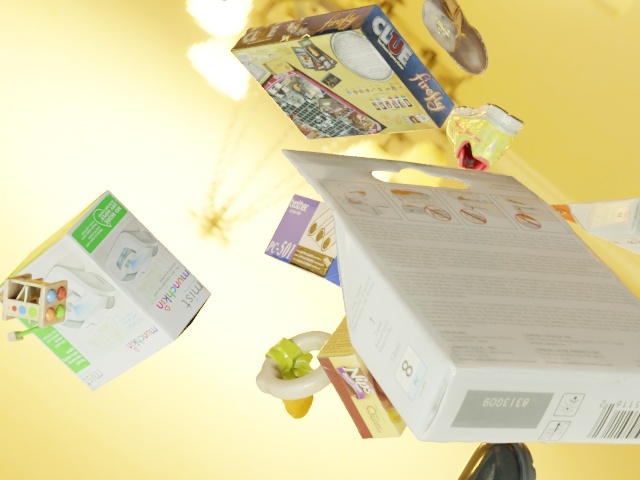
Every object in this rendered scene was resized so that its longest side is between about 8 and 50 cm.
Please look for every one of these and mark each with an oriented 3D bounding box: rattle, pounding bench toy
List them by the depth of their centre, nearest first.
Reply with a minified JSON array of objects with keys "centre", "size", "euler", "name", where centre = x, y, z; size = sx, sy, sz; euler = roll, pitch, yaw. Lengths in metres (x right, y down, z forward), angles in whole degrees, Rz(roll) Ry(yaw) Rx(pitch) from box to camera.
[{"centre":[-0.345,0.088,1.807],"size":[0.065,0.083,0.052],"euler":[10,-170,21],"name":"pounding bench toy"},{"centre":[0.019,0.206,2.092],"size":[0.130,0.200,0.142],"euler":[-45,-56,-56],"name":"rattle"}]

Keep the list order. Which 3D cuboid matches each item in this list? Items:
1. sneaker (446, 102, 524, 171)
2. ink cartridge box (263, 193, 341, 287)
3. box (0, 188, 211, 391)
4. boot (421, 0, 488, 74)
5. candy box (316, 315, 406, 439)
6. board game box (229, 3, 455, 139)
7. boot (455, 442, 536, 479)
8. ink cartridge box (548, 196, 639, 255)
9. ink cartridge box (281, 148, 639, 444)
[{"centre":[0.220,-0.140,2.152],"size":[0.081,0.094,0.208],"euler":[27,174,-7],"name":"sneaker"},{"centre":[0.000,0.000,1.987],"size":[0.046,0.097,0.207],"euler":[29,176,-25],"name":"ink cartridge box"},{"centre":[-0.338,0.081,2.298],"size":[0.231,0.262,0.127],"euler":[47,-133,-11],"name":"box"},{"centre":[0.126,-0.189,1.392],"size":[0.106,0.037,0.114],"euler":[56,-167,-15],"name":"boot"},{"centre":[0.077,0.099,1.506],"size":[0.186,0.053,0.109],"euler":[-51,-57,-42],"name":"candy box"},{"centre":[0.023,-0.195,1.771],"size":[0.243,0.042,0.165],"euler":[0,140,50],"name":"board game box"},{"centre":[0.096,0.435,2.276],"size":[0.445,0.367,0.146],"euler":[18,172,-26],"name":"boot"},{"centre":[0.420,0.002,2.001],"size":[0.189,0.066,0.232],"euler":[22,165,-26],"name":"ink cartridge box"},{"centre":[0.150,0.049,1.459],"size":[0.308,0.091,0.385],"euler":[4,-150,-31],"name":"ink cartridge box"}]
